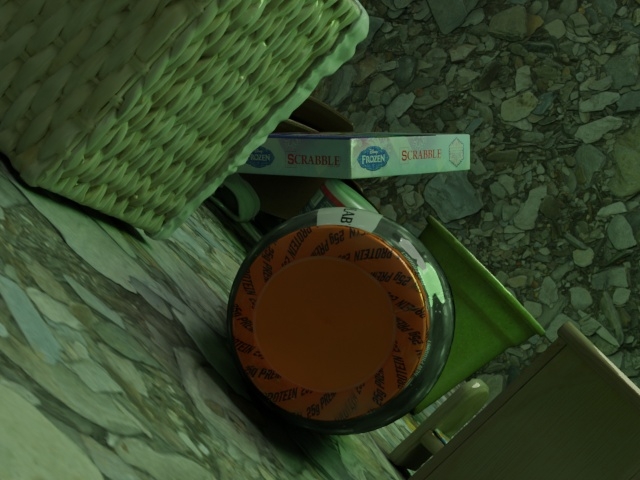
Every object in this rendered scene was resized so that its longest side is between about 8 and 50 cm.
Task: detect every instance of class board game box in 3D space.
[{"bbox_3d":[0.031,-0.147,1.769,0.319,0.065,0.318,6,9,40],"label":"board game box"}]

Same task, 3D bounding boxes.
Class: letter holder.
[{"bbox_3d":[-0.058,-0.165,2.023,0.302,0.214,0.152,20,20,-37],"label":"letter holder"}]

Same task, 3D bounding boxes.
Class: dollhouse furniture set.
[{"bbox_3d":[0.275,0.284,1.156,0.362,0.256,0.394,48,4,32],"label":"dollhouse furniture set"}]

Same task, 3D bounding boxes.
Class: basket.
[{"bbox_3d":[-0.191,-0.233,1.016,0.328,0.331,0.266,47,6,16],"label":"basket"}]

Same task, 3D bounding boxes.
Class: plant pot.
[{"bbox_3d":[0.189,0.142,1.771,0.276,0.254,0.276,45,4,-4],"label":"plant pot"}]

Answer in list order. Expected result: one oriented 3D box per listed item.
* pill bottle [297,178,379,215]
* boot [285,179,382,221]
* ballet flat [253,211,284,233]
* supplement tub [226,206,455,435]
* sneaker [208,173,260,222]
[{"bbox_3d":[0.000,0.000,1.671,0.108,0.180,0.108,37,12,-9],"label":"pill bottle"},{"bbox_3d":[0.017,-0.008,1.845,0.280,0.096,0.264,99,-32,-53],"label":"boot"},{"bbox_3d":[-0.047,0.005,2.068,0.213,0.068,0.072,47,3,18],"label":"ballet flat"},{"bbox_3d":[0.028,0.076,1.032,0.207,0.207,0.338,46,3,8],"label":"supplement tub"},{"bbox_3d":[-0.189,-0.116,1.809,0.212,0.080,0.094,46,18,-2],"label":"sneaker"}]
